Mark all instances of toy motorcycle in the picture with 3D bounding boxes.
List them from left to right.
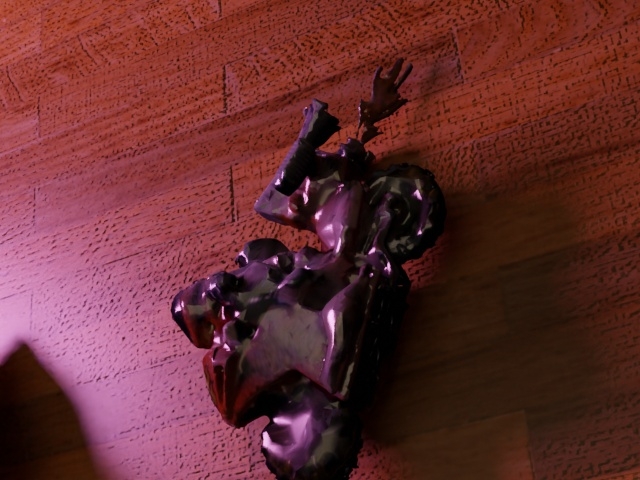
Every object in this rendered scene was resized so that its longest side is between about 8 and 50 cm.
[{"bbox_3d":[0.000,0.000,0.924,0.207,0.134,0.401,16,78,27],"label":"toy motorcycle"}]
